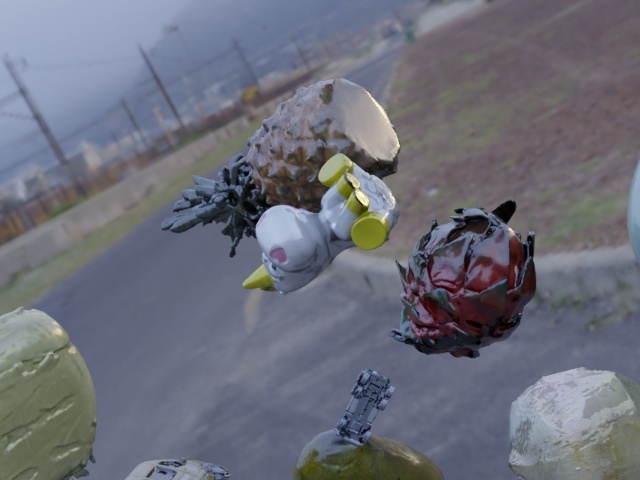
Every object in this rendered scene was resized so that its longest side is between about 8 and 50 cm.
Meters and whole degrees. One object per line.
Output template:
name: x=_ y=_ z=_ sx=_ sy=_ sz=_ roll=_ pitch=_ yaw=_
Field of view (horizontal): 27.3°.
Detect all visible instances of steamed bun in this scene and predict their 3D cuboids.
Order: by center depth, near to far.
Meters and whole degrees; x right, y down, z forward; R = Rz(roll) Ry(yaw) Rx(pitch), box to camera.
steamed bun: x=-0.427 y=0.225 z=1.762 sx=0.166 sy=0.273 sz=0.232 roll=14 pitch=41 yaw=38

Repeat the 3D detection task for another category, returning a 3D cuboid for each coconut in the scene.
coconut: x=0.316 y=0.249 z=1.633 sx=0.194 sy=0.194 sz=0.194 roll=-28 pitch=7 yaw=3

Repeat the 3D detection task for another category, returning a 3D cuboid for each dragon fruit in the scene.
dragon fruit: x=0.181 y=0.054 z=1.648 sx=0.182 sy=0.188 sz=0.182 roll=2 pitch=26 yaw=-1

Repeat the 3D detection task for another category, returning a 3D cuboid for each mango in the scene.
mango: x=0.064 y=0.349 z=1.820 sx=0.176 sy=0.175 sz=0.329 roll=-50 pitch=-33 yaw=7

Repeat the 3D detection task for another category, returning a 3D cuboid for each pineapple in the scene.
pineapple: x=-0.063 y=-0.072 z=1.671 sx=0.340 sy=0.169 sz=0.169 roll=-31 pitch=4 yaw=34

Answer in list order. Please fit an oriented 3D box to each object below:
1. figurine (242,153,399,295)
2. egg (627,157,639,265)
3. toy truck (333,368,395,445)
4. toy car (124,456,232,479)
figurine: x=-0.004 y=0.000 z=1.322 sx=0.178 sy=0.109 sz=0.129 roll=-35 pitch=-18 yaw=1
egg: x=0.476 y=-0.059 z=1.517 sx=0.230 sy=0.230 sz=0.371 roll=-22 pitch=15 yaw=46
toy truck: x=0.045 y=0.173 z=1.368 sx=0.083 sy=0.039 sz=0.044 roll=-63 pitch=0 yaw=-17
toy car: x=-0.202 y=0.346 z=1.708 sx=0.257 sy=0.124 sz=0.101 roll=-38 pitch=-31 yaw=-84
